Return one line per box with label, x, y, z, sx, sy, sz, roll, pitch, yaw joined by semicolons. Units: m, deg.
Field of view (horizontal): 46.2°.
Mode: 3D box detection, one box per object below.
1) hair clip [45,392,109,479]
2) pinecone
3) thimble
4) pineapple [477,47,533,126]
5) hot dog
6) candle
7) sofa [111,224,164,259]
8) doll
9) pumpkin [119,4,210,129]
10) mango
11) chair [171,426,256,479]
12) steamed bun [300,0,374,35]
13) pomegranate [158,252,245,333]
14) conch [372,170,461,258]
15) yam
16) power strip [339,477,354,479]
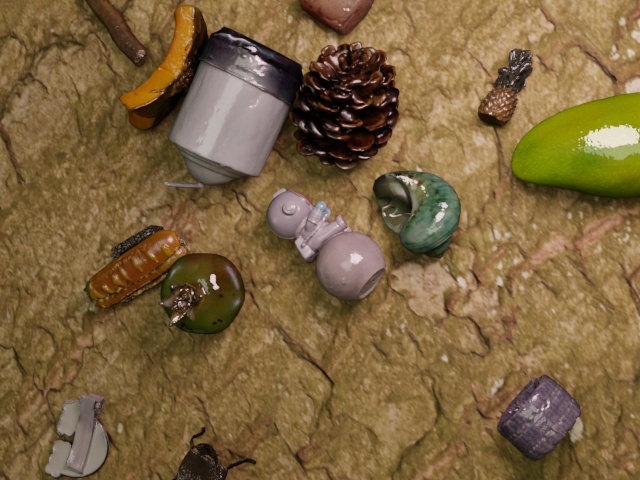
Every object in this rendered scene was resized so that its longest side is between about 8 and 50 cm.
hair clip;-0.548;0.455;1.716;0.140;0.054;0.220;16;94;10
pinecone;0.055;-0.269;1.493;0.224;0.272;0.224;7;58;-11
thimble;0.414;0.336;1.423;0.098;0.150;0.150;40;98;11
pineapple;0.376;-0.309;1.500;0.074;0.074;0.159;26;86;14
hot dog;-0.404;0.071;1.665;0.269;0.115;0.072;-34;59;17
candle;-0.188;-0.254;1.567;0.221;0.221;0.343;27;98;14
sofa;-0.406;0.010;1.690;0.118;0.060;0.039;-30;77;12
doll;0.000;0.000;1.549;0.287;0.151;0.151;41;98;17
pumpkin;-0.323;-0.351;1.594;0.095;0.290;0.258;36;88;-8
mango;0.532;-0.171;1.408;0.343;0.156;0.192;-9;77;18
chair;-0.240;0.500;1.553;0.149;0.213;0.174;26;93;8
steamed bun;0.048;-0.532;1.576;0.144;0.106;0.175;32;109;8
pomegranate;-0.255;0.114;1.564;0.181;0.224;0.182;0;93;7
conch;0.200;-0.055;1.507;0.175;0.122;0.188;-16;81;34
yam;-0.474;-0.501;1.735;0.057;0.057;0.241;-39;77;10
power strip;0.158;0.553;1.528;0.285;0.048;0.080;8;92;15
